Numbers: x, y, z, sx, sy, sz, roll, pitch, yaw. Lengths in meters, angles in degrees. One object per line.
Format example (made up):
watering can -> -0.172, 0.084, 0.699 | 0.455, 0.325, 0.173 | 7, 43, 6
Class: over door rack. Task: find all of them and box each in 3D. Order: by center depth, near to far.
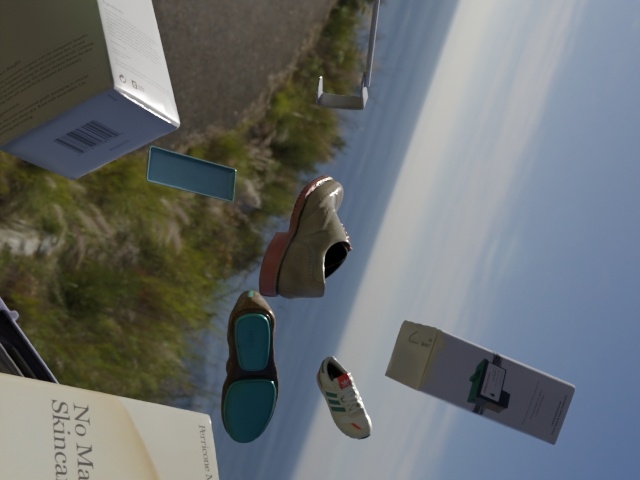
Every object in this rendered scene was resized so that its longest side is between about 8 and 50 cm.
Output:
over door rack -> 0.106, -0.309, 0.870 | 0.324, 0.108, 0.239 | 113, -2, -54

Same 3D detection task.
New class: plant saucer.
plant saucer -> -0.240, -0.121, 1.591 | 0.018, 0.192, 0.067 | -9, -106, 48

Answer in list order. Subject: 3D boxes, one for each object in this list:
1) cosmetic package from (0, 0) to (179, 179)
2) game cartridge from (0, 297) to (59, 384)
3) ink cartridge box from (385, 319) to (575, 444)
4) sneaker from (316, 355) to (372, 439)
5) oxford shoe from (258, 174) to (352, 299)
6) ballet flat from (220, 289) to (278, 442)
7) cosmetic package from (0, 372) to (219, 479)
cosmetic package -> -0.340, -0.296, 1.161 | 0.155, 0.197, 0.365 | 28, 44, -61
game cartridge -> -0.411, 0.245, 1.206 | 0.068, 0.355, 0.230 | -34, 177, -38
ink cartridge box -> 0.221, 0.199, 1.229 | 0.160, 0.219, 0.092 | 172, -60, -78
sneaker -> 0.042, 0.279, 1.541 | 0.161, 0.057, 0.075 | 59, -22, 31
oxford shoe -> 0.000, 0.000, 1.573 | 0.348, 0.130, 0.123 | -64, 163, -49
ballet flat -> -0.142, 0.243, 1.717 | 0.124, 0.116, 0.342 | -99, -171, -59
cosmetic package -> -0.208, 0.184, 0.572 | 0.309, 0.113, 0.160 | 24, 46, -49
